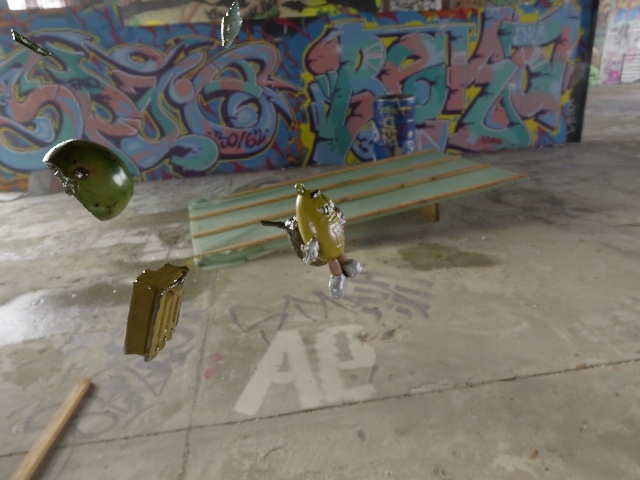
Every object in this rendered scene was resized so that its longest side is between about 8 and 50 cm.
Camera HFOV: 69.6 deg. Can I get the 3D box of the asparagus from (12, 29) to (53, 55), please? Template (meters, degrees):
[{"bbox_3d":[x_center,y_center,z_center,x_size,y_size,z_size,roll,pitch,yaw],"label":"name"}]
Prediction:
[{"bbox_3d":[-0.760,-0.513,1.214,0.025,0.021,0.108,50,13,34],"label":"asparagus"}]

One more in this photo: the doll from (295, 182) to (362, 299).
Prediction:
[{"bbox_3d":[0.019,0.015,1.767,0.161,0.423,0.347,-18,48,25],"label":"doll"}]

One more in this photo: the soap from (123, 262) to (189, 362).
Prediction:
[{"bbox_3d":[-0.574,0.242,1.629,0.143,0.280,0.259,15,16,3],"label":"soap"}]

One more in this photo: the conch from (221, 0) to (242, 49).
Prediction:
[{"bbox_3d":[-0.314,-0.748,1.596,0.065,0.180,0.088,14,3,-38],"label":"conch"}]

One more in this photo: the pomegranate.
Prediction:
[{"bbox_3d":[-0.819,-0.232,1.700,0.216,0.309,0.358,-45,7,-9],"label":"pomegranate"}]

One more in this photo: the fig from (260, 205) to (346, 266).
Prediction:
[{"bbox_3d":[-0.083,-0.040,2.012,0.369,0.286,0.286,13,18,-10],"label":"fig"}]
